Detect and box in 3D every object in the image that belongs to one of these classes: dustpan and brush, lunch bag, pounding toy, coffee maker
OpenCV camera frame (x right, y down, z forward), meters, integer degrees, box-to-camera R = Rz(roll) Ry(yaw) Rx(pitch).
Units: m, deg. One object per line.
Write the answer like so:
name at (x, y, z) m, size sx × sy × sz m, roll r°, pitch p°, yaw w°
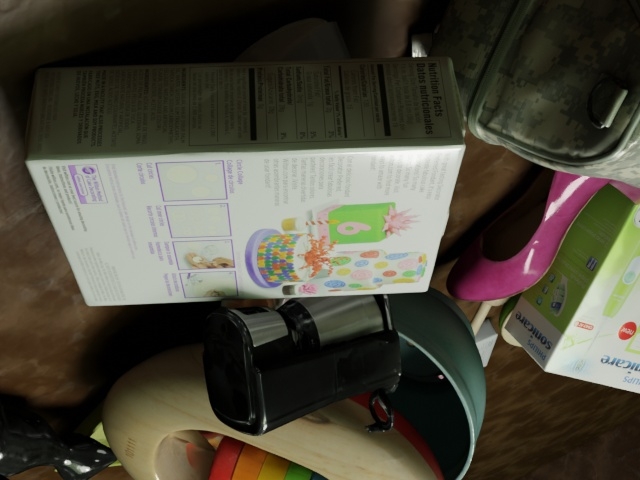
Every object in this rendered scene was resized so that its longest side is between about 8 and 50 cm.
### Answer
dustpan and brush at (-0.068, -0.110, 0.861) m, size 0.211 × 0.060 × 0.147 m, roll -32°, pitch 141°, yaw -3°
lunch bag at (0.289, -0.144, 0.828) m, size 0.305 × 0.256 × 0.212 m, roll 5°, pitch 125°, yaw -33°
pounding toy at (0.327, 0.076, 1.479) m, size 0.237 × 0.110 × 0.183 m, roll -5°, pitch 142°, yaw -17°
coffee maker at (-0.013, 0.131, 0.940) m, size 0.178 × 0.171 × 0.120 m, roll -15°, pitch 169°, yaw -34°

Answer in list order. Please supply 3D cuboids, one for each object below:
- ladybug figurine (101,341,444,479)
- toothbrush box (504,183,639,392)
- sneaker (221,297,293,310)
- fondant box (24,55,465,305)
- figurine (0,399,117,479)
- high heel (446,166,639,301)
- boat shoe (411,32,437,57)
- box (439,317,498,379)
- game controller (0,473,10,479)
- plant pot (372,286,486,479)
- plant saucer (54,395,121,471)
ladybug figurine at (-0.040, 0.256, 1.151) m, size 0.162 × 0.449 × 0.305 m, roll -62°, pitch 174°, yaw -49°
toothbrush box at (0.425, 0.055, 1.330) m, size 0.206 × 0.122 × 0.283 m, roll 16°, pitch 110°, yaw -27°
sneaker at (0.000, 0.000, 1.062) m, size 0.121 × 0.108 × 0.302 m, roll -17°, pitch 153°, yaw -48°
fondant box at (-0.059, -0.042, 0.818) m, size 0.330 × 0.096 × 0.238 m, roll -1°, pitch 149°, yaw -2°
figurine at (-0.395, 0.297, 1.183) m, size 0.215 × 0.092 × 0.209 m, roll -35°, pitch 142°, yaw 17°
high heel at (0.263, -0.056, 1.227) m, size 0.181 × 0.127 × 0.377 m, roll 32°, pitch 126°, yaw -26°
boat shoe at (0.094, -0.166, 0.926) m, size 0.035 × 0.035 × 0.100 m, roll 5°, pitch 152°, yaw -1°
box at (0.216, 0.216, 1.678) m, size 0.186 × 0.038 × 0.145 m, roll -20°, pitch 152°, yaw -11°
game controller at (-0.440, 0.212, 0.896) m, size 0.319 × 0.067 × 0.166 m, roll 21°, pitch 133°, yaw -7°
plant pot at (0.098, 0.175, 1.280) m, size 0.293 × 0.293 × 0.196 m, roll -53°, pitch 176°, yaw 40°
plant saucer at (-0.251, 0.249, 1.312) m, size 0.188 × 0.045 × 0.188 m, roll 7°, pitch 137°, yaw -47°
